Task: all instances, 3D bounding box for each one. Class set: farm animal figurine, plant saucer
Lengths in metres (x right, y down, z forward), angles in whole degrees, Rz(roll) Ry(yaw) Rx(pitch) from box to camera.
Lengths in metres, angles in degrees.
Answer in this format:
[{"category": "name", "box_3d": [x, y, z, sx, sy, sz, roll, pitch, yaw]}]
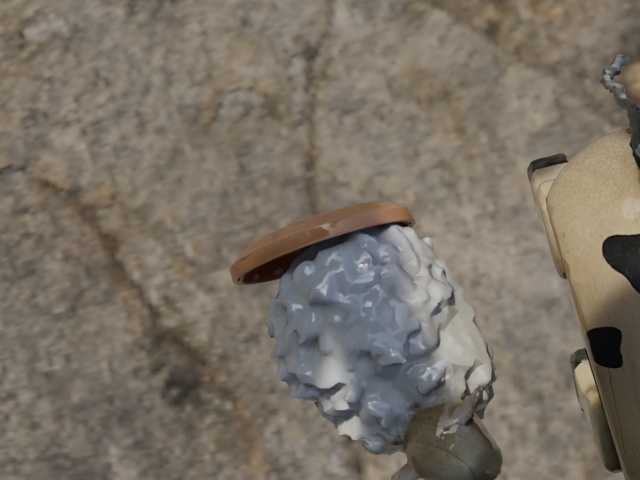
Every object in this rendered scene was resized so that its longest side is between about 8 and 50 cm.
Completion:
[{"category": "farm animal figurine", "box_3d": [0.186, 0.081, 0.777, 0.326, 0.330, 0.172, 58, 9, -14]}, {"category": "plant saucer", "box_3d": [0.000, 0.000, 0.804, 0.083, 0.083, 0.013, -10, 78, -42]}]
